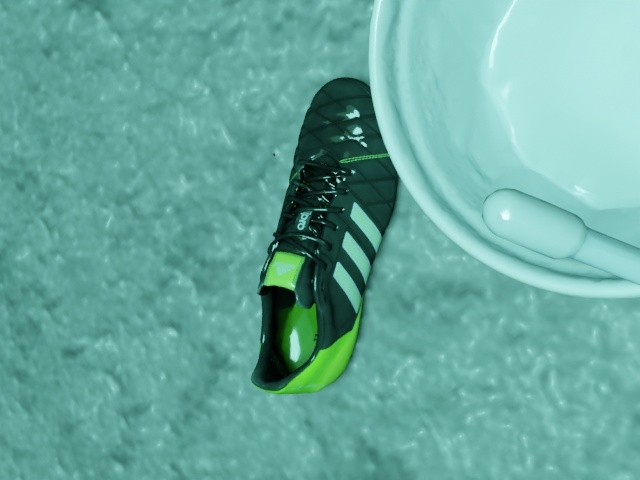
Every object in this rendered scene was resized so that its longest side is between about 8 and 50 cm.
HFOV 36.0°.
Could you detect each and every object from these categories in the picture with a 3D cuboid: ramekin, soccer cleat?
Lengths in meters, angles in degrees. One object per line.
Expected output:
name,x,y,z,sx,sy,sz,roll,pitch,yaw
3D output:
ramekin,0.137,-0.082,0.437,0.207,0.109,0.207,3,95,29
soccer cleat,0.000,0.000,0.537,0.060,0.072,0.179,13,100,27

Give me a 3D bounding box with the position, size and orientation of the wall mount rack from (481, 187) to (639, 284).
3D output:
wall mount rack,0.160,0.140,0.397,0.304,0.130,0.350,40,123,19
